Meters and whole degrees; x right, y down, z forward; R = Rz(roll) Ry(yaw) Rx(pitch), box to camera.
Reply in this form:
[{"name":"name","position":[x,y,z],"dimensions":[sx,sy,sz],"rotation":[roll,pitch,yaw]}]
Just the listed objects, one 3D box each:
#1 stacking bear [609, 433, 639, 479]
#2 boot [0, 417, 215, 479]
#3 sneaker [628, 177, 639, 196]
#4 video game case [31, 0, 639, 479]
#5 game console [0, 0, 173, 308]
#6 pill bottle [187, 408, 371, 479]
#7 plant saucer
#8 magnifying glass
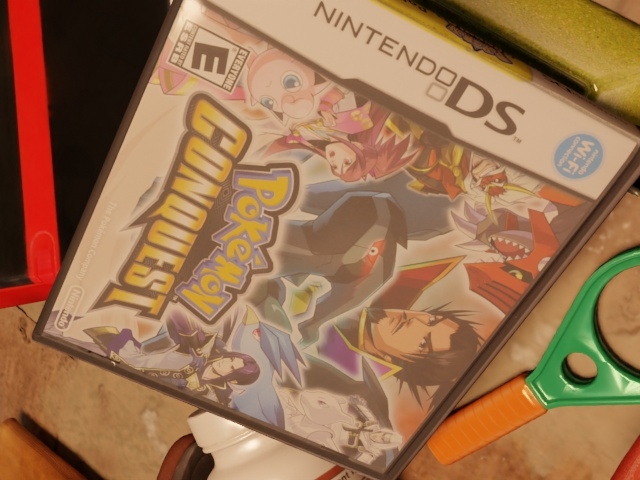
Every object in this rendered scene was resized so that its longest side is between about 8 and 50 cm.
[{"name":"stacking bear","position":[0.300,0.171,0.360],"dimensions":[0.289,0.164,0.175],"rotation":[40,152,4]},{"name":"boot","position":[-0.202,0.239,0.762],"dimensions":[0.280,0.096,0.264],"rotation":[26,124,33]},{"name":"sneaker","position":[0.203,-0.034,0.434],"dimensions":[0.083,0.035,0.031],"rotation":[-10,98,31]},{"name":"video game case","position":[0.000,0.000,0.454],"dimensions":[0.248,0.035,0.275],"rotation":[25,117,-12]},{"name":"game console","position":[-0.201,-0.151,0.588],"dimensions":[0.342,0.060,0.387],"rotation":[-10,83,25]},{"name":"pill bottle","position":[-0.009,0.204,0.586],"dimensions":[0.121,0.121,0.216],"rotation":[-29,86,35]},{"name":"plant saucer","position":[0.086,-0.071,0.494],"dimensions":[0.188,0.045,0.188],"rotation":[36,120,20]},{"name":"magnifying glass","position":[0.156,0.083,0.507],"dimensions":[0.231,0.026,0.092],"rotation":[-40,81,32]}]
